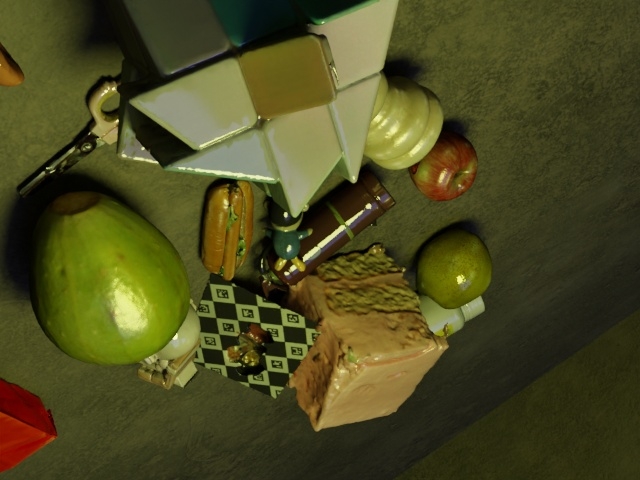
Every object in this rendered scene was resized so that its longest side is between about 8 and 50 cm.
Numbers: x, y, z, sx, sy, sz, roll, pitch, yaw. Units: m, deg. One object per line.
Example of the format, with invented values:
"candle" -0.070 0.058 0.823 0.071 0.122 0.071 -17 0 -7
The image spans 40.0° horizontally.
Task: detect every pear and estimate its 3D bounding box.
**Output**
"pear" 0.330 0.073 2.155 0.198 0.198 0.198 -23 147 -16

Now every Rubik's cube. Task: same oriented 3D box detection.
"Rubik's cube" -0.106 -0.238 1.155 0.387 0.358 0.368 -25 116 -12

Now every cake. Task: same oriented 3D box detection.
"cake" 0.064 0.228 2.008 0.293 0.307 0.314 -9 141 -32

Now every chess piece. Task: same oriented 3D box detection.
"chess piece" 0.071 -0.244 1.520 0.167 0.167 0.300 -45 143 18

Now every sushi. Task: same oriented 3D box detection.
"sushi" -0.153 0.204 1.934 0.264 0.050 0.290 25 131 -4

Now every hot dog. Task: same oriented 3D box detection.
"hot dog" -0.173 -0.018 1.681 0.100 0.068 0.249 -17 145 -23

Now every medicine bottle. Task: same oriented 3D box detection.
"medicine bottle" 0.296 0.198 2.336 0.258 0.143 0.143 -30 149 -8

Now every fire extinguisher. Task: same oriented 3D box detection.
"fire extinguisher" 0.000 0.000 1.819 0.341 0.105 0.141 -39 132 4

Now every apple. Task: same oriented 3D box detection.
"apple" 0.253 -0.157 1.821 0.146 0.131 0.146 -21 132 -24

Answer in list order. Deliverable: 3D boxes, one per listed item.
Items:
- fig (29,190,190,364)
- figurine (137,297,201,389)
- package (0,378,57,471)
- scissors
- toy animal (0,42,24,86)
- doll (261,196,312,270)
"fig" -0.363 0.058 1.461 0.258 0.258 0.326 -28 131 -9
"figurine" -0.317 0.197 1.809 0.162 0.141 0.237 -47 158 -37
"package" -0.677 0.339 1.666 0.196 0.123 0.423 -34 150 -4
"scissors" -0.343 -0.162 1.369 0.317 0.024 0.160 -37 149 6
"toy animal" -0.529 -0.192 1.003 0.338 0.216 0.191 -24 175 -9
"doll" -0.066 -0.029 1.725 0.102 0.089 0.179 2 114 4
